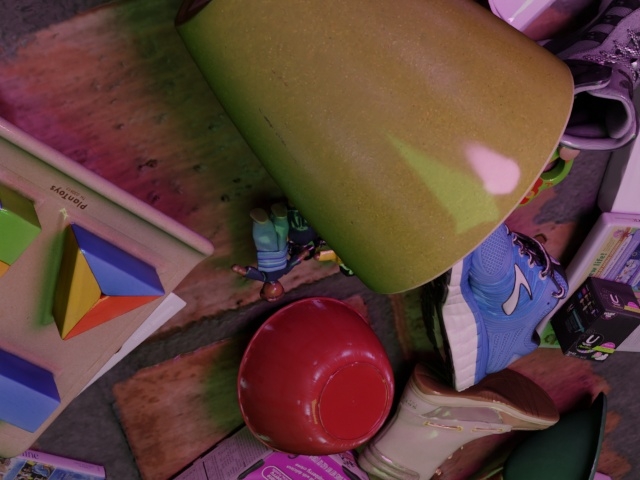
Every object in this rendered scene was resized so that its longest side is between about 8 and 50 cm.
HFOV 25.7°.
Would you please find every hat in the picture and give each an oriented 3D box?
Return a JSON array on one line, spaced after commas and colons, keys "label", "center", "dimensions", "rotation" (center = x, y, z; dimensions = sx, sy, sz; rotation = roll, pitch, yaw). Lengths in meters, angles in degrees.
[{"label": "hat", "center": [0.234, 0.262, 1.708], "dimensions": [0.183, 0.173, 0.208], "rotation": [15, 86, 6]}]

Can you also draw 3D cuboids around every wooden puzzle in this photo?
[{"label": "wooden puzzle", "center": [-0.315, 0.064, 1.318], "dimensions": [0.348, 0.080, 0.322], "rotation": [-44, 131, 17]}]

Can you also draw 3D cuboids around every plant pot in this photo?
[{"label": "plant pot", "center": [0.025, -0.147, 1.244], "dimensions": [0.293, 0.275, 0.275], "rotation": [39, 108, -20]}]

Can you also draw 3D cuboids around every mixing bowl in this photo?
[{"label": "mixing bowl", "center": [0.012, 0.159, 1.511], "dimensions": [0.181, 0.098, 0.181], "rotation": [-8, 105, -30]}]

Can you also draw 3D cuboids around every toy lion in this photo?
[{"label": "toy lion", "center": [0.218, -0.072, 1.493], "dimensions": [0.100, 0.034, 0.096], "rotation": [-7, 135, -14]}]

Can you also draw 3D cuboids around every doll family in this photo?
[{"label": "doll family", "center": [0.000, 0.000, 1.451], "dimensions": [0.193, 0.076, 0.111], "rotation": [-5, 132, -8]}]

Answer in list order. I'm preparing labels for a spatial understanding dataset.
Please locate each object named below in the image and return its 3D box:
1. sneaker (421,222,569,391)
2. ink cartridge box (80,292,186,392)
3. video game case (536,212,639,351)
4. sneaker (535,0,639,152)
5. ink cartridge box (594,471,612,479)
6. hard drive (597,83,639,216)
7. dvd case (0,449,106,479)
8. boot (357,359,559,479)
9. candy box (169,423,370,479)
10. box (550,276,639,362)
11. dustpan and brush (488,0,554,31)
[{"label": "sneaker", "center": [0.181, 0.017, 1.496], "dimensions": [0.147, 0.130, 0.330], "rotation": [-19, 138, -7]}, {"label": "ink cartridge box", "center": [-0.282, 0.051, 1.412], "dimensions": [0.189, 0.066, 0.232], "rotation": [-39, 136, 13]}, {"label": "video game case", "center": [0.363, 0.053, 1.614], "dimensions": [0.193, 0.023, 0.212], "rotation": [4, 136, -21]}, {"label": "sneaker", "center": [0.296, -0.173, 1.353], "dimensions": [0.268, 0.153, 0.101], "rotation": [-35, 119, 11]}, {"label": "ink cartridge box", "center": [0.321, 0.376, 1.825], "dimensions": [0.090, 0.092, 0.143], "rotation": [21, 119, -31]}, {"label": "hard drive", "center": [0.473, -0.115, 1.534], "dimensions": [0.307, 0.040, 0.203], "rotation": [-1, 126, -18]}, {"label": "dvd case", "center": [-0.392, 0.295, 1.575], "dimensions": [0.253, 0.022, 0.180], "rotation": [19, 119, -29]}, {"label": "boot", "center": [0.165, 0.228, 1.673], "dimensions": [0.213, 0.077, 0.165], "rotation": [12, 124, -30]}, {"label": "candy box", "center": [-0.077, 0.306, 1.654], "dimensions": [0.233, 0.071, 0.159], "rotation": [-37, 129, 12]}, {"label": "box", "center": [0.312, 0.090, 1.580], "dimensions": [0.062, 0.052, 0.083], "rotation": [12, 132, -29]}, {"label": "dustpan and brush", "center": [0.186, -0.285, 1.298], "dimensions": [0.147, 0.060, 0.211], "rotation": [-42, 127, 15]}]
